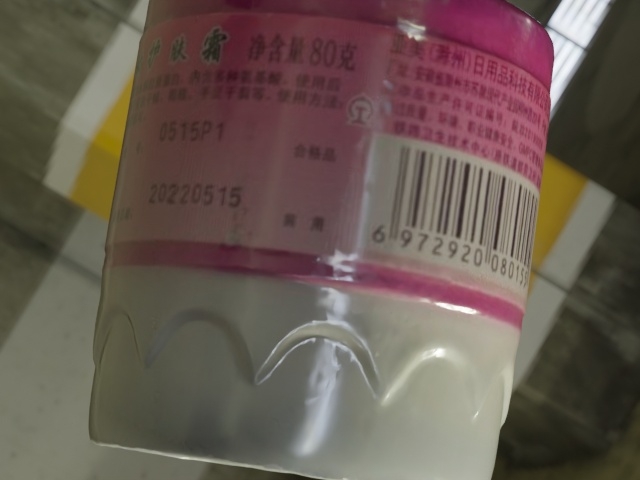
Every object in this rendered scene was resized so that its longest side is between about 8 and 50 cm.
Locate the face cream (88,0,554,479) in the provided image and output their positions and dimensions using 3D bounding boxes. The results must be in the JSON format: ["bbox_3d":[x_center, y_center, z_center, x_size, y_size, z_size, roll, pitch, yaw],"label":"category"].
[{"bbox_3d":[0.000,0.000,0.672,0.175,0.175,0.195,147,-47,-77],"label":"face cream"}]
